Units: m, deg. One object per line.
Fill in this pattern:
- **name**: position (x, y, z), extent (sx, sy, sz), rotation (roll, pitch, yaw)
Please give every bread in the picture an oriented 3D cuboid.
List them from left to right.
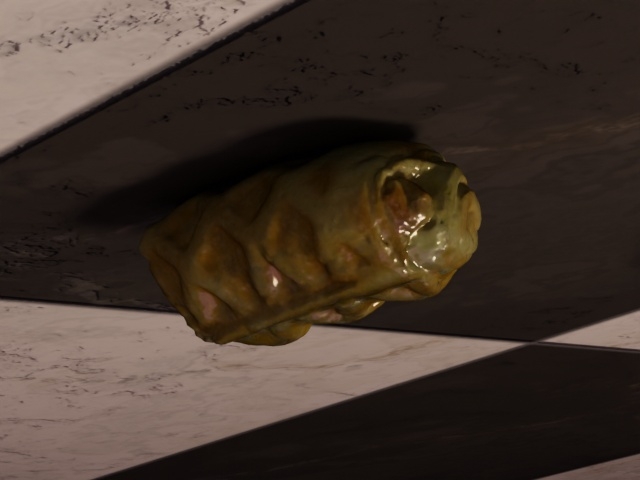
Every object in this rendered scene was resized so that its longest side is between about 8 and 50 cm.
- **bread**: position (0.000, 0.000, 1.491), extent (0.267, 0.130, 0.152), rotation (-20, 152, 39)
